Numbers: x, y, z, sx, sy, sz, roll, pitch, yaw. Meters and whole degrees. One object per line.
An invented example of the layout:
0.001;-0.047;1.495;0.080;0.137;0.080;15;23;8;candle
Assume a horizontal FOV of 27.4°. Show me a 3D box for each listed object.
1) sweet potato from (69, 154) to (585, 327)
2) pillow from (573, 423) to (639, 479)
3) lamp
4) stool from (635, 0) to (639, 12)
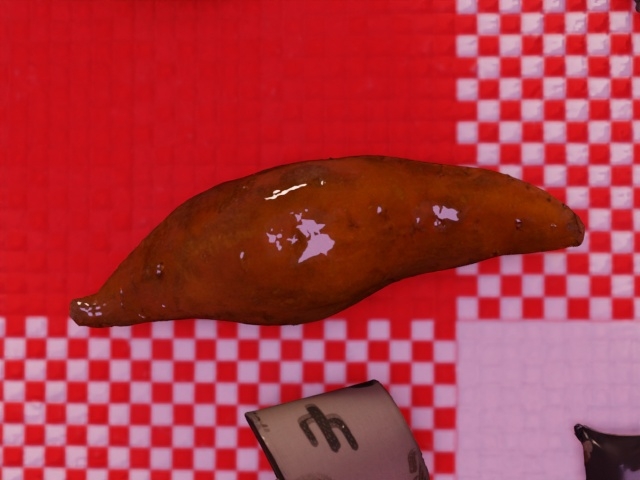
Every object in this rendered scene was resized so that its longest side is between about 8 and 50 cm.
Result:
-0.005;0.000;0.891;0.359;0.112;0.112;-16;86;7;sweet potato
0.221;0.199;0.888;0.090;0.048;0.150;-1;89;2;pillow
-0.038;0.175;0.872;0.214;0.121;0.121;-24;85;-9;lamp
0.288;-0.295;0.770;0.297;0.330;0.297;0;87;5;stool
